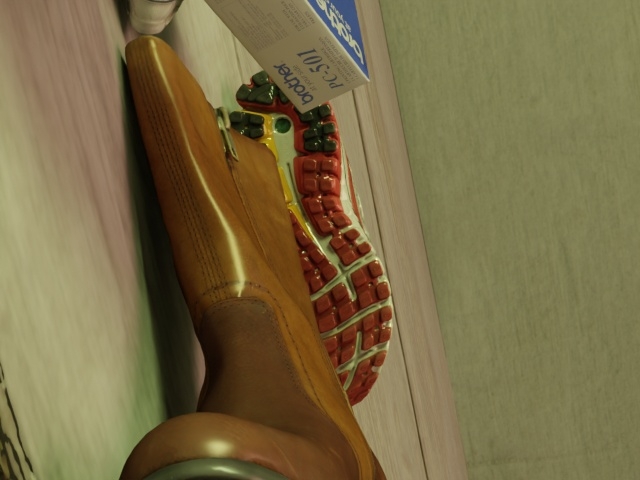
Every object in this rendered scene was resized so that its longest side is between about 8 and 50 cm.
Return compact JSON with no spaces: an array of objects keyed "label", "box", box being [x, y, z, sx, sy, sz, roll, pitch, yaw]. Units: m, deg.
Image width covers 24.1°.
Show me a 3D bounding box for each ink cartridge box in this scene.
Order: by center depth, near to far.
[{"label":"ink cartridge box","box":[-0.047,-0.164,0.754,0.207,0.046,0.097,47,26,-45]}]

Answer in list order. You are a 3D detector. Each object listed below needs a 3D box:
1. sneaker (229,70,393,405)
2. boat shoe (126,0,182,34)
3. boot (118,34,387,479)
[{"label":"sneaker","box":[0.000,0.000,0.995,0.093,0.088,0.225,22,59,-83]},{"label":"boat shoe","box":[-0.083,-0.132,0.764,0.100,0.035,0.035,-94,-161,-60]},{"label":"boot","box":[-0.037,0.025,0.662,0.264,0.096,0.280,38,34,-60]}]
